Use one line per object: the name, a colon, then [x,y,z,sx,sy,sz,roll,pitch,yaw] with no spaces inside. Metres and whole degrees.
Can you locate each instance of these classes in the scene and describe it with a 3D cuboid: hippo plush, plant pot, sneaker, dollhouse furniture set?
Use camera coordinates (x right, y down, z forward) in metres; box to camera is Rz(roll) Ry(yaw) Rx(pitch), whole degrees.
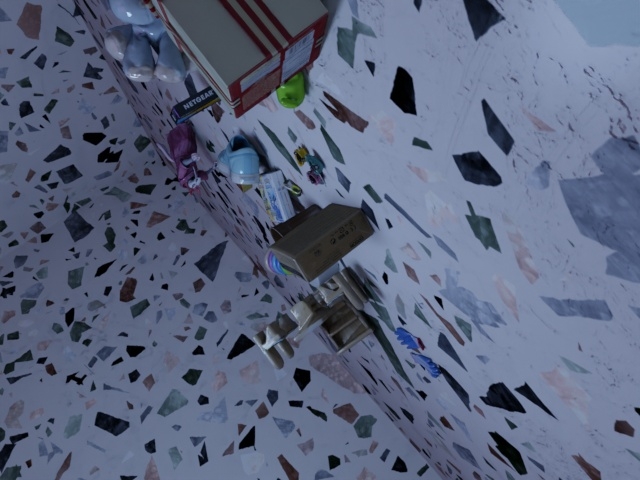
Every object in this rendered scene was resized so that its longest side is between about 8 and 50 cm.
hippo plush: [-0.383,-0.545,1.244,0.234,0.294,0.236,34,155,1]
plant pot: [-0.051,-0.022,1.661,0.167,0.165,0.167,48,165,18]
sneaker: [-0.290,-0.313,1.865,0.366,0.135,0.150,-141,52,-58]
sneaker: [-0.094,-0.171,1.709,0.083,0.031,0.035,42,162,35]
dollhouse furniture set: [0.027,0.303,1.835,0.256,0.362,0.394,53,-167,5]

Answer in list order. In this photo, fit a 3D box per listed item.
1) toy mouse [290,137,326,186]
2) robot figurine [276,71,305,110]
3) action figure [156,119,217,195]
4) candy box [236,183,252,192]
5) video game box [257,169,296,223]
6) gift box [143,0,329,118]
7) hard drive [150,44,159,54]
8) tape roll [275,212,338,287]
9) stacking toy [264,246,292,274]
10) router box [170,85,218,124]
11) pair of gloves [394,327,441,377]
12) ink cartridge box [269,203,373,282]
toy mouse: [-0.018,-0.199,1.427,0.143,0.031,0.161,45,163,29]
robot figurine: [-0.070,-0.351,1.175,0.115,0.067,0.101,84,173,-63]
action figure: [-0.643,-0.366,2.404,0.248,0.275,0.370,46,-152,-66]
candy box: [-0.340,-0.287,2.136,0.109,0.053,0.187,50,163,15]
video game box: [-0.161,-0.154,1.837,0.205,0.048,0.187,11,119,67]
gift box: [-0.145,-0.417,0.920,0.258,0.255,0.276,52,171,-2]
hard drive: [-0.580,-0.730,1.852,0.255,0.054,0.172,54,164,-4]
tape roll: [-0.058,0.037,1.934,0.286,0.100,0.286,48,164,19]
stacking toy: [-0.122,0.093,2.226,0.141,0.141,0.330,58,157,-19]
router box: [-0.417,-0.462,1.733,0.046,0.179,0.133,58,164,-12]
pair of gloves: [0.324,0.377,1.717,0.198,0.023,0.159,57,164,-12]
ink cartridge box: [0.000,0.000,1.428,0.088,0.234,0.193,60,164,-20]
